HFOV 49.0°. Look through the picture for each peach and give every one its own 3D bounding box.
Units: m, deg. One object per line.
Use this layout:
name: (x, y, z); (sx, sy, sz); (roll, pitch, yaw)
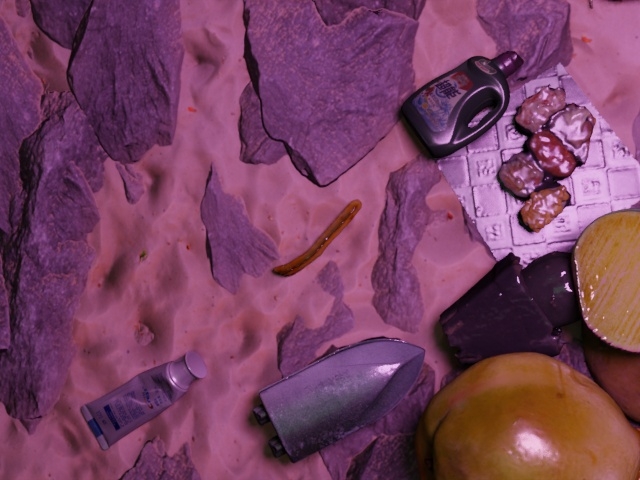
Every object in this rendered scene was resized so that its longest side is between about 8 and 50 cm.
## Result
peach: (0.307, 0.340, 1.067); (0.316, 0.281, 0.314); (12, 123, 0)

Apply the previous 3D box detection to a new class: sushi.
sushi: (0.372, -0.120, 1.200); (0.292, 0.059, 0.294); (-35, 82, 8)

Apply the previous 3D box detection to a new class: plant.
plant: (0.326, 0.112, 1.150); (0.256, 0.142, 0.164); (-31, 92, 13)

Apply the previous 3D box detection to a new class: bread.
bread: (0.485, 0.060, 1.076); (0.229, 0.033, 0.228); (1, 81, -7)

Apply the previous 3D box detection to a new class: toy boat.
toy boat: (0.042, 0.266, 1.234); (0.320, 0.092, 0.141); (-27, 82, 1)

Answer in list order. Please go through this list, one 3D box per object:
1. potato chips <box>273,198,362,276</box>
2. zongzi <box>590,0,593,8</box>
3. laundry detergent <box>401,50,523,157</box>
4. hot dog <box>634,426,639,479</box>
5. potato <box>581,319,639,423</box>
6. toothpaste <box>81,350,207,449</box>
potato chips: (0.000, 0.000, 1.283); (0.204, 0.026, 0.037); (-42, 67, 7)
zongzi: (0.539, -0.445, 1.117); (0.187, 0.184, 0.084); (-4, 86, 10)
laundry detergent: (0.260, -0.245, 1.211); (0.222, 0.078, 0.144); (-33, 58, 6)
hot dog: (0.584, 0.412, 1.132); (0.269, 0.072, 0.115); (41, 87, 10)
potato: (0.555, 0.183, 1.129); (0.239, 0.116, 0.298); (-25, 82, 13)
toothpaste: (-0.334, 0.296, 1.325); (0.266, 0.061, 0.096); (-33, 83, 15)
